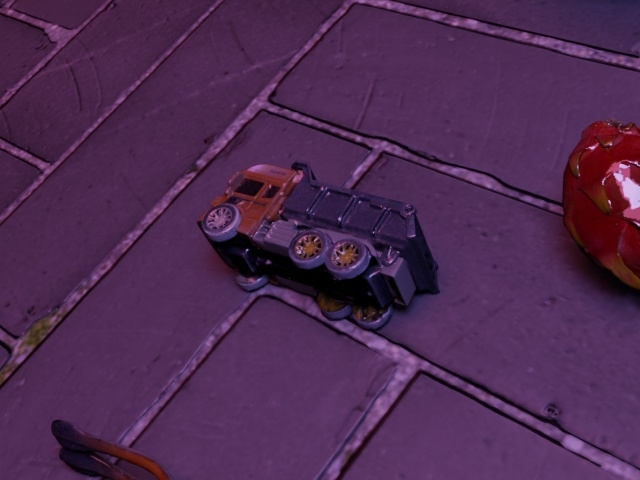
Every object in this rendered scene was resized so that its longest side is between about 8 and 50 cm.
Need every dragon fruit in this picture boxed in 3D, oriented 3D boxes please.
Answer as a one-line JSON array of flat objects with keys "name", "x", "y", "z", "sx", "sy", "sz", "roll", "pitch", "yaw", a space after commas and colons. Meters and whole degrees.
[{"name": "dragon fruit", "x": 0.225, "y": 0.008, "z": 0.666, "sx": 0.094, "sy": 0.094, "sz": 0.191, "roll": -22, "pitch": 70, "yaw": 7}]

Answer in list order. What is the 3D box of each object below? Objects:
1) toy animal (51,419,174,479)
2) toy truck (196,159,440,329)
[{"name": "toy animal", "x": -0.089, "y": 0.246, "z": 0.615, "sx": 0.301, "sy": 0.225, "sz": 0.284, "roll": 4, "pitch": 33, "yaw": 13}, {"name": "toy truck", "x": 0.000, "y": 0.000, "z": 0.775, "sx": 0.192, "sy": 0.083, "sz": 0.092, "roll": 16, "pitch": 61, "yaw": 33}]
